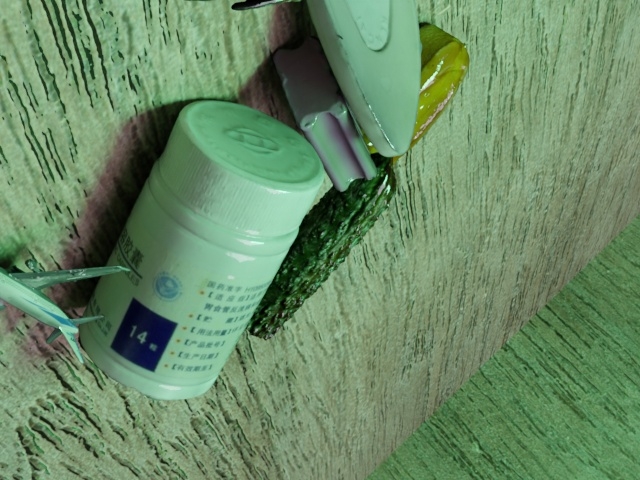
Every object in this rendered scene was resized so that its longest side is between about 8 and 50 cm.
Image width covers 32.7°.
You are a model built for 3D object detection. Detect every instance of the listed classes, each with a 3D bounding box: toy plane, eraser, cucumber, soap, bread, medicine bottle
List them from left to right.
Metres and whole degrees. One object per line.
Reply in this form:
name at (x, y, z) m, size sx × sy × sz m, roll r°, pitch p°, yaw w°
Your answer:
toy plane at (-0.328, 0.062, 1.202) m, size 0.226 × 0.058 × 0.226 m, roll -25°, pitch 138°, yaw 11°
medicine bottle at (-0.145, 0.011, 1.312) m, size 0.190 × 0.190 × 0.332 m, roll -9°, pitch 135°, yaw -55°
cucumber at (0.000, 0.000, 1.572) m, size 0.359 × 0.096 × 0.096 m, roll -47°, pitch 159°, yaw 27°
soap at (0.009, -0.158, 1.397) m, size 0.065 × 0.122 × 0.203 m, roll -23°, pitch 155°, yaw 6°
eraser at (0.057, -0.219, 1.323) m, size 0.059 × 0.243 × 0.204 m, roll -10°, pitch -179°, yaw 37°
bread at (0.114, -0.198, 1.560) m, size 0.245 × 0.094 × 0.102 m, roll -48°, pitch 152°, yaw 2°

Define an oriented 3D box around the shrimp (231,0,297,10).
shrimp at (-0.038, -0.272, 1.075) m, size 0.289 × 0.075 × 0.178 m, roll -14°, pitch 177°, yaw -8°
